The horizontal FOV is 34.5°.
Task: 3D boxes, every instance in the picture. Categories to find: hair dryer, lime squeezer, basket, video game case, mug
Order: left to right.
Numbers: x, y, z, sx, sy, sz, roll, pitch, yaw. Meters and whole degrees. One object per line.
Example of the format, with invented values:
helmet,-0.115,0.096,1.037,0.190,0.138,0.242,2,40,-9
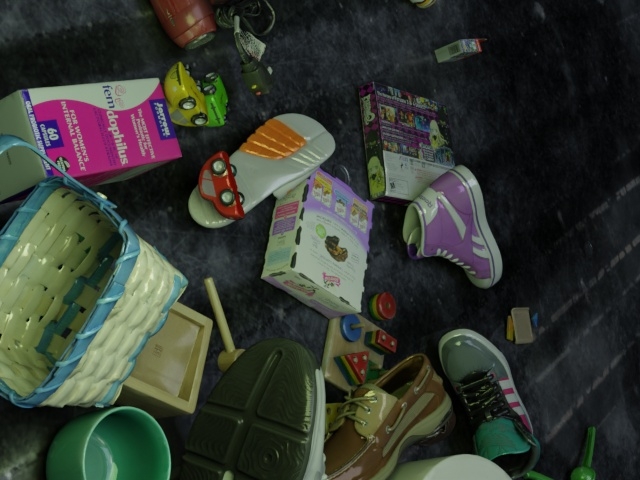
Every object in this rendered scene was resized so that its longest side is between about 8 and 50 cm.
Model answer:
basket,-0.305,0.052,1.094,0.255,0.201,0.289,-56,148,-3
mug,-0.254,0.276,1.196,0.129,0.097,0.158,20,64,-46
hair dryer,-0.178,-0.357,1.531,0.293,0.080,0.224,42,31,-38
video game case,0.164,-0.165,1.877,0.232,0.041,0.210,6,74,-49
lime squeezer,0.503,0.471,2.083,0.310,0.059,0.110,-13,58,-49

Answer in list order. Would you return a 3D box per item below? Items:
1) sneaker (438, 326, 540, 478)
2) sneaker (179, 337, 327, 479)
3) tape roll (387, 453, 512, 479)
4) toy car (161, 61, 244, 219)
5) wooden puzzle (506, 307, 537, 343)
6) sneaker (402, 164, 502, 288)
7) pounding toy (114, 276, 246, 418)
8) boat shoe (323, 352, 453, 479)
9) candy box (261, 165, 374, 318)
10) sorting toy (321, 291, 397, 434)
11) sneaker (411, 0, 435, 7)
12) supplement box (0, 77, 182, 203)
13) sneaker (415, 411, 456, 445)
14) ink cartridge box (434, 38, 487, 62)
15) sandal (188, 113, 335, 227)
sneaker,0.294,0.306,1.795,0.296,0.123,0.178,57,16,-22
sneaker,-0.050,0.344,1.342,0.257,0.169,0.448,9,94,-59
tape roll,0.176,0.452,1.554,0.246,0.169,0.246,12,69,-32
toy car,-0.163,-0.165,1.439,0.225,0.053,0.239,-92,164,-58
wooden puzzle,0.405,0.172,2.080,0.116,0.014,0.079,13,73,-47
sneaker,0.229,0.009,1.878,0.161,0.102,0.282,-37,129,-15
pounding toy,-0.191,0.133,1.318,0.206,0.094,0.181,33,55,-40
boat shoe,0.073,0.273,1.547,0.324,0.122,0.120,-31,110,-45
candy box,0.000,0.000,1.608,0.165,0.070,0.196,34,53,-39
sorting toy,0.066,0.189,1.645,0.132,0.046,0.275,35,54,-38
sneaker,0.191,-0.552,2.013,0.084,0.069,0.186,21,61,-51
supplement box,-0.295,-0.126,1.266,0.220,0.114,0.111,-18,91,-52
sneaker,0.186,0.313,1.727,0.188,0.071,0.066,-4,81,-50
ink cartridge box,0.287,-0.383,2.077,0.115,0.062,0.029,-15,89,-51
sandal,-0.095,-0.096,1.528,0.265,0.076,0.102,-37,78,-28
